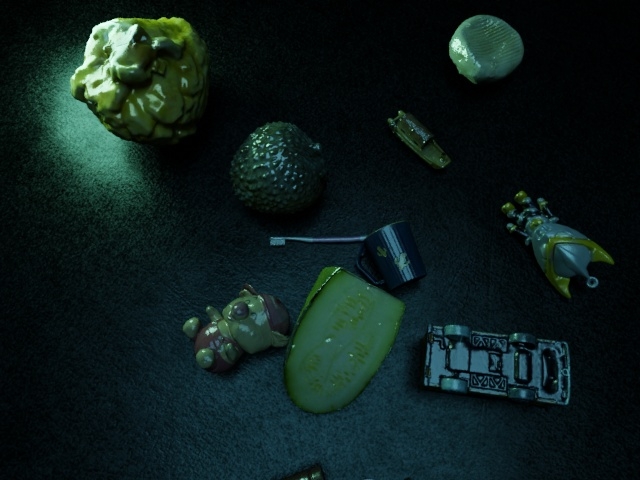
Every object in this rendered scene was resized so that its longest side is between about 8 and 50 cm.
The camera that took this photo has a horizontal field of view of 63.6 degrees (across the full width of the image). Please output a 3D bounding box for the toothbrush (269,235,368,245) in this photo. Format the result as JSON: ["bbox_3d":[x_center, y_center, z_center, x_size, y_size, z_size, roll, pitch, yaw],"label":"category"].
[{"bbox_3d":[0.000,0.000,1.450,0.286,0.020,0.025,-2,79,0],"label":"toothbrush"}]

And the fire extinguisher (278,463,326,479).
[{"bbox_3d":[-0.141,0.634,1.178,0.340,0.105,0.142,-19,75,-5],"label":"fire extinguisher"}]

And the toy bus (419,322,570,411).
[{"bbox_3d":[0.407,0.307,1.247,0.323,0.194,0.162,7,70,6],"label":"toy bus"}]

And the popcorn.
[{"bbox_3d":[-0.489,-0.445,1.460,0.343,0.355,0.390,-1,26,20],"label":"popcorn"}]

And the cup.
[{"bbox_3d":[0.187,0.053,1.385,0.176,0.131,0.155,-30,74,21],"label":"cup"}]

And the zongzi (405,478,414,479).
[{"bbox_3d":[0.231,0.615,1.222,0.083,0.040,0.076,26,65,-3],"label":"zongzi"}]

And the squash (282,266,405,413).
[{"bbox_3d":[0.033,0.260,1.252,0.233,0.210,0.309,30,65,-8],"label":"squash"}]

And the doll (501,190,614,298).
[{"bbox_3d":[0.636,0.000,1.405,0.145,0.103,0.316,-34,68,-7],"label":"doll"}]

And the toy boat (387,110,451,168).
[{"bbox_3d":[0.292,-0.298,1.519,0.068,0.088,0.226,-38,74,-13],"label":"toy boat"}]

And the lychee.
[{"bbox_3d":[-0.111,-0.191,1.414,0.274,0.255,0.256,-34,71,22],"label":"lychee"}]

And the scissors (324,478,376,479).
[{"bbox_3d":[0.051,0.599,1.239,0.188,0.015,0.100,19,70,9],"label":"scissors"}]

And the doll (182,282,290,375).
[{"bbox_3d":[-0.205,0.221,1.301,0.255,0.152,0.196,-28,75,-10],"label":"doll"}]

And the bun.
[{"bbox_3d":[0.502,-0.578,1.593,0.230,0.133,0.231,2,76,-7],"label":"bun"}]
